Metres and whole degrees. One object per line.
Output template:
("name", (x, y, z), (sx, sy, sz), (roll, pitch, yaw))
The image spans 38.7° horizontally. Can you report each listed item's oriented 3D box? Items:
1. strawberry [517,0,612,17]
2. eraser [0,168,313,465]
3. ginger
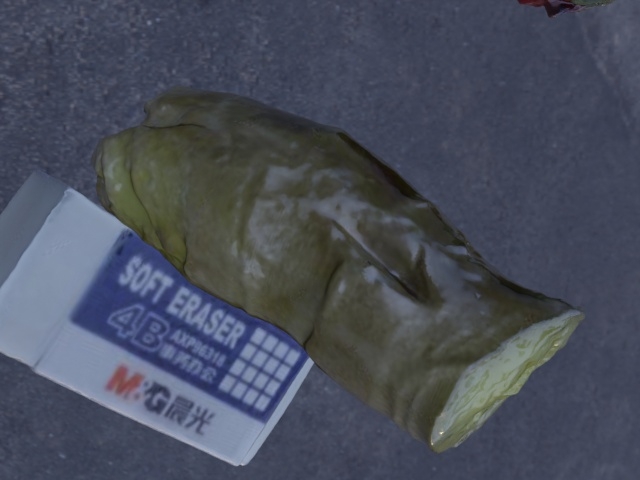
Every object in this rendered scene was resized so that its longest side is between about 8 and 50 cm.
("strawberry", (0.344, -0.450, 1.046), (0.295, 0.318, 0.344), (-42, 120, -78))
("eraser", (-0.133, 0.069, 0.708), (0.279, 0.081, 0.124), (38, 82, -40))
("ginger", (0.000, 0.000, 0.466), (0.109, 0.263, 0.116), (-60, 154, 6))
